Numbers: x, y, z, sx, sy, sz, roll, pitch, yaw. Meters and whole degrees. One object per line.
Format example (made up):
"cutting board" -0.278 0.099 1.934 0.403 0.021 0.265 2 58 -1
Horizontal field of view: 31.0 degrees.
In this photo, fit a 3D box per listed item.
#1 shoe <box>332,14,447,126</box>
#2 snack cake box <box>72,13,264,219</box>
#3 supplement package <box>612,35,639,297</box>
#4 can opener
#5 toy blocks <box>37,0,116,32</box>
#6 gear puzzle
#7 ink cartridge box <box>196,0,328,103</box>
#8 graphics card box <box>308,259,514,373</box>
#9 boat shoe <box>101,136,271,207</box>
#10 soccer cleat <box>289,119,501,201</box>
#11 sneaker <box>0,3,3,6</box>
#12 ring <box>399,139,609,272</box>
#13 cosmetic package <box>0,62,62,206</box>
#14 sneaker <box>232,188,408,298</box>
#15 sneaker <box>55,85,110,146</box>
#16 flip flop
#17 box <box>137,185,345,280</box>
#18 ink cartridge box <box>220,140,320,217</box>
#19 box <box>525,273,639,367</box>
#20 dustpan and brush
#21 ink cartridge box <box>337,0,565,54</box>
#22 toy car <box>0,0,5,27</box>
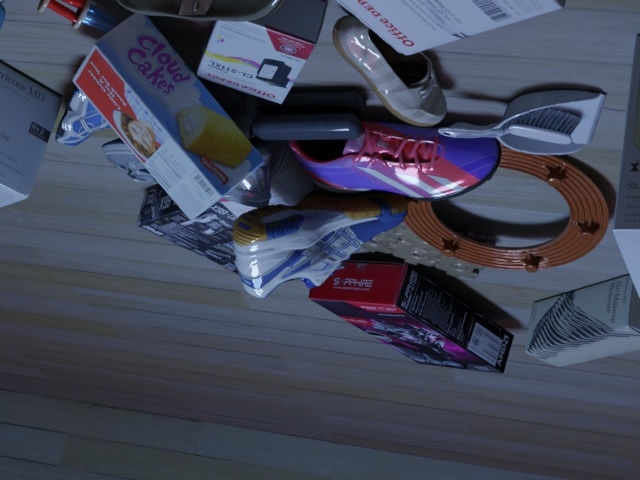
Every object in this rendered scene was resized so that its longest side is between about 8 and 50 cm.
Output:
"shoe" 0.103 -0.216 1.494 0.058 0.076 0.219 -3 151 45
"snack cake box" -0.213 -0.167 1.592 0.264 0.089 0.152 50 156 -6
"supplement package" 0.472 -0.085 1.364 0.199 0.263 0.198 1 154 26
"can opener" -0.075 -0.184 1.662 0.280 0.074 0.093 4 160 19
"toy blocks" -0.324 -0.324 1.496 0.148 0.054 0.123 23 156 -24
"gear puzzle" 0.133 -0.019 1.997 0.339 0.044 0.175 16 159 -2
"ink cartridge box" -0.079 -0.260 1.493 0.127 0.072 0.175 17 157 -10
"graphics card box" 0.181 0.150 2.260 0.233 0.094 0.371 1 157 45
"boat shoe" -0.209 -0.116 1.782 0.320 0.103 0.118 7 -159 32
"soccer cleat" 0.102 -0.125 1.671 0.318 0.109 0.116 2 159 32
"sneaker" -0.478 -0.319 1.566 0.092 0.087 0.228 11 165 -14
"ring" 0.278 -0.041 1.803 0.336 0.032 0.336 11 147 7
"cosmetic package" -0.527 -0.164 1.808 0.151 0.184 0.151 30 152 -36
"sneaker" 0.000 0.000 1.763 0.296 0.131 0.112 -14 -152 -25
"sneaker" -0.356 -0.192 1.789 0.081 0.080 0.211 22 157 -14
"flip flop" -0.148 -0.312 1.351 0.277 0.112 0.080 5 -167 30
"box" -0.138 -0.020 2.081 0.307 0.076 0.242 28 153 -32
"ink cartridge box" -0.055 -0.065 1.872 0.158 0.092 0.218 -3 143 41
"box" 0.500 0.149 2.101 0.094 0.113 0.275 24 153 -23
"dustpan and brush" 0.269 -0.155 1.569 0.211 0.060 0.147 9 157 8
"ink cartridge box" 0.136 -0.301 1.256 0.219 0.093 0.160 -9 149 42
"toy car" -0.426 -0.343 1.341 0.210 0.219 0.238 18 173 -12
